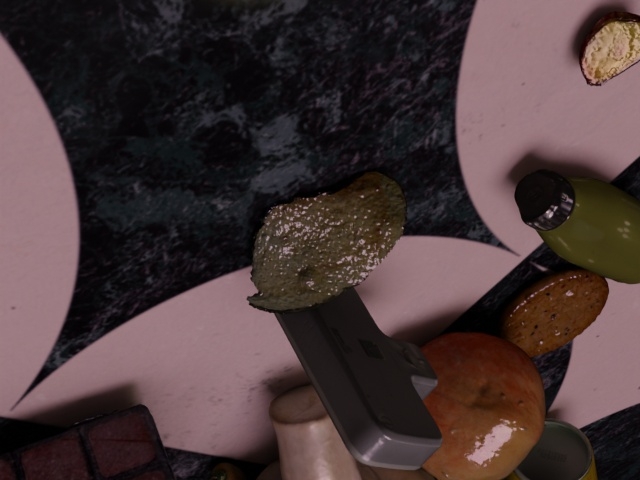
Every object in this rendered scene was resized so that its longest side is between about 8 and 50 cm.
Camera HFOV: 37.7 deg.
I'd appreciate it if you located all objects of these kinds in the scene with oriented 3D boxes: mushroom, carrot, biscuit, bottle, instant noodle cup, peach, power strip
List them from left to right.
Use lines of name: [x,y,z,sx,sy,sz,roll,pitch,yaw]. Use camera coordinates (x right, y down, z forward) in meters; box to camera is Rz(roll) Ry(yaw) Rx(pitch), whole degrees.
carrot: [-0.110,0.396,1.438,0.049,0.049,0.254,-28,143,0]
mushroom: [0.016,0.393,1.343,0.315,0.356,0.315,-23,165,-6]
power strip: [0.057,0.147,1.088,0.193,0.265,0.059,19,120,-45]
peach: [0.197,0.227,1.304,0.232,0.233,0.233,-16,140,-14]
instant noodle cup: [0.410,0.447,1.686,0.215,0.216,0.236,-22,132,-8]
biscuit: [0.343,0.106,1.395,0.187,0.027,0.188,-15,139,-13]
bottle: [0.342,-0.022,1.187,0.260,0.112,0.112,19,122,-42]
peach: [0.319,-0.209,1.017,0.077,0.050,0.083,6,125,-3]

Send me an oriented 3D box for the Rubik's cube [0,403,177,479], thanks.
Rubik's cube: [-0.300,0.459,1.139,0.344,0.344,0.337,-17,147,-14]

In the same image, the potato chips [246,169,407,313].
potato chips: [0.000,0.000,1.038,0.142,0.026,0.209,34,92,-6]
